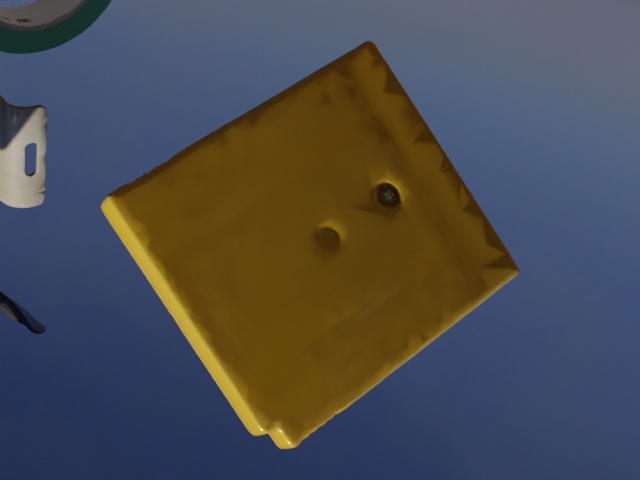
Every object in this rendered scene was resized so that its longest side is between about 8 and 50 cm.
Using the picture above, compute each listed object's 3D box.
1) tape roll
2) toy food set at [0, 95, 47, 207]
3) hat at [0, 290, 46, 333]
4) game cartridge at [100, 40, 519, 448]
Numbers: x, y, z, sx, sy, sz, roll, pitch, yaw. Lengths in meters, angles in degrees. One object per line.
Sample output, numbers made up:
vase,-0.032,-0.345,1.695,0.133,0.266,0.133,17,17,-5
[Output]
tape roll,-0.461,-0.454,1.692,0.321,0.321,0.077,-1,-146,-47
toy food set,-0.593,-0.224,1.900,0.306,0.219,0.092,37,-134,22
hat,-0.500,0.070,1.296,0.331,0.134,0.331,31,168,7
game cartridge,0.000,0.000,1.033,0.324,0.285,0.053,-34,-178,-23
